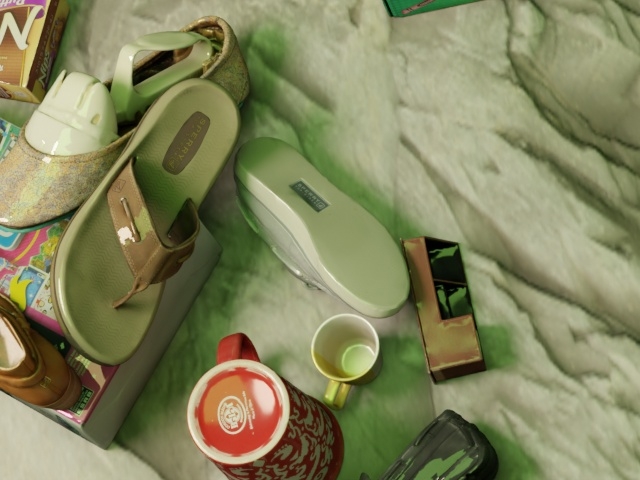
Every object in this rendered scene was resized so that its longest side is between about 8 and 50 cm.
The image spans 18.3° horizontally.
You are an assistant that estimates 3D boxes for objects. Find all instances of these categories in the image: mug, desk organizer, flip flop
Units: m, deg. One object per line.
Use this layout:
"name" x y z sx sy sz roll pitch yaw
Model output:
"mug" -0.065 0.158 1.747 0.150 0.169 0.113 40 86 20
"mug" 0.023 0.108 1.799 0.078 0.064 0.062 -39 70 0
"desk organizer" 0.112 0.059 1.805 0.050 0.047 0.130 -13 70 6
"flip flop" -0.145 -0.021 1.753 0.080 0.112 0.277 4 61 60

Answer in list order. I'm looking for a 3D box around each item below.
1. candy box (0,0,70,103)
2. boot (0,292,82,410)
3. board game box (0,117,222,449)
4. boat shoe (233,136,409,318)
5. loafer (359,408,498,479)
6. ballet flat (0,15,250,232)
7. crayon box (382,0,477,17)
"candy box" -0.356 -0.207 1.992 0.186 0.053 0.109 10 75 17
"boot" -0.301 0.072 1.736 0.197 0.152 0.073 30 82 18
"board game box" -0.281 0.025 1.879 0.303 0.097 0.224 26 79 19
"boat shoe" -0.001 0.000 1.836 0.079 0.081 0.227 -27 60 -28
"loafer" 0.057 0.241 1.749 0.223 0.076 0.078 -42 55 -2
"ballet flat" -0.192 -0.122 1.824 0.107 0.106 0.316 26 45 30
"crayon box" 0.184 -0.326 1.892 0.278 0.081 0.165 -10 71 9
